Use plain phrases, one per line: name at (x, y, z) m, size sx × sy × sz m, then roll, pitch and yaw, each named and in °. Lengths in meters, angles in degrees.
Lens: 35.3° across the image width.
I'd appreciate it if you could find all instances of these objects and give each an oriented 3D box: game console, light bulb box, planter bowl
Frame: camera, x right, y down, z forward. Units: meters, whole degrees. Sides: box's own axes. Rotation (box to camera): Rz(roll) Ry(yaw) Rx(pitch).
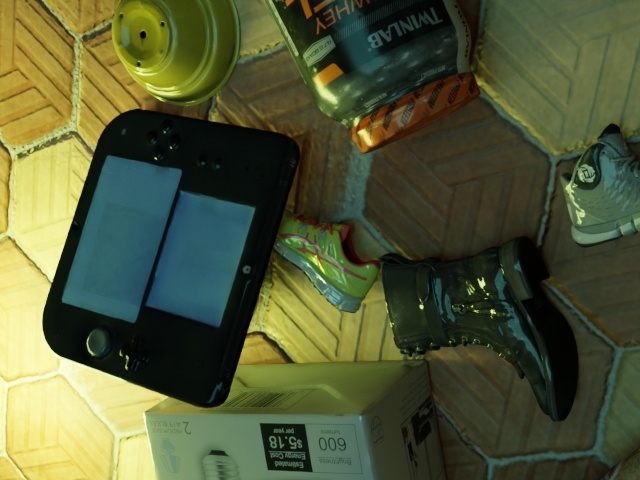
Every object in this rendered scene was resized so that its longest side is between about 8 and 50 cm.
game console at (-0.222, 0.012, 1.425) m, size 0.342 × 0.060 × 0.386 m, roll 13°, pitch 83°, yaw 33°
light bulb box at (-0.018, 0.373, 1.418) m, size 0.358 × 0.225 × 0.360 m, roll -6°, pitch 100°, yaw 29°
planter bowl at (-0.229, -0.295, 1.431) m, size 0.217 × 0.090 × 0.217 m, roll 8°, pitch 108°, yaw 27°

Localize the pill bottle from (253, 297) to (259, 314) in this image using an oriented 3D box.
pill bottle at (-0.206, 0.077, 1.502) m, size 0.215 × 0.117 × 0.117 m, roll -6°, pitch 100°, yaw 30°

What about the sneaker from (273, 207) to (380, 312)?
sneaker at (0.000, 0.000, 1.401) m, size 0.208 × 0.081 × 0.094 m, roll 42°, pitch 110°, yaw 7°

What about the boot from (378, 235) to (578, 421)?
boot at (0.202, 0.121, 1.322) m, size 0.229 × 0.091 × 0.262 m, roll -17°, pitch 91°, yaw 36°

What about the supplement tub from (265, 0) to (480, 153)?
supplement tub at (0.047, -0.290, 1.214) m, size 0.207 × 0.207 × 0.337 m, roll -27°, pitch 90°, yaw 31°

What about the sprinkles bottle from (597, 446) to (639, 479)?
sprinkles bottle at (0.393, 0.332, 1.243) m, size 0.121 × 0.121 × 0.355 m, roll 45°, pitch 119°, yaw 11°

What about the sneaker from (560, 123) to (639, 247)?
sneaker at (0.381, -0.081, 1.161) m, size 0.229 × 0.086 × 0.132 m, roll -19°, pitch 92°, yaw 32°
